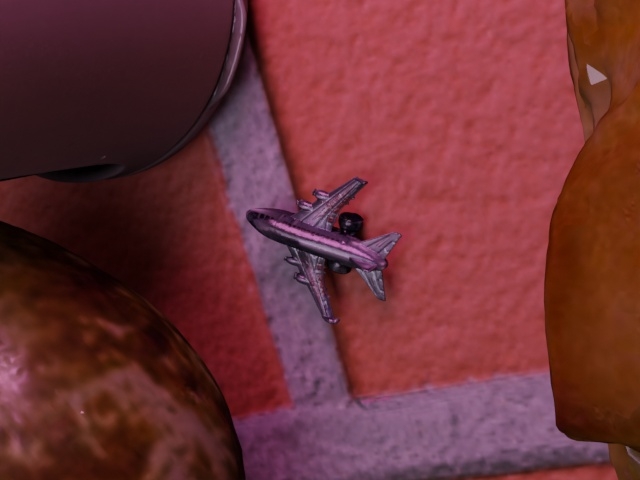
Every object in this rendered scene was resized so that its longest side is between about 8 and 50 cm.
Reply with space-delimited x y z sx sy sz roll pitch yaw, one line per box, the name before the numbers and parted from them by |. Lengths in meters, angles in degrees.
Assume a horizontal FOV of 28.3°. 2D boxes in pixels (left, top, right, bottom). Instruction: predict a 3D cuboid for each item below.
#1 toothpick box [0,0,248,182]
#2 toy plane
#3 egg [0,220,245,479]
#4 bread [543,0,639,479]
toothpick box | -0.195 -0.122 0.567 0.229 0.316 0.229 7 103 30
toy plane | 0.000 0.000 0.644 0.083 0.031 0.078 23 112 25
egg | -0.172 0.112 0.646 0.238 0.238 0.289 -37 92 32
bread | 0.217 -0.044 0.409 0.314 0.191 0.369 2 100 32
